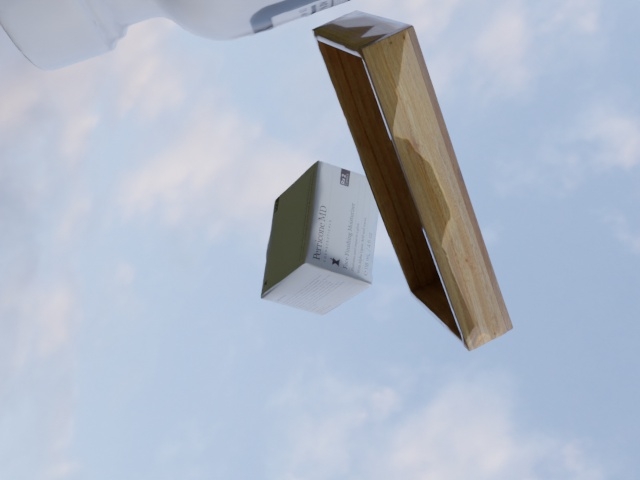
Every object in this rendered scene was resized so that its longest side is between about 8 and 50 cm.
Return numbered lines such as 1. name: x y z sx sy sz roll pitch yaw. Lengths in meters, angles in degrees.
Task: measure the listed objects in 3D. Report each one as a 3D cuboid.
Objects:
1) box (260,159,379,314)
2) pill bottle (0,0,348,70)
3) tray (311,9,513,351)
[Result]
1. box: 0.000 0.000 1.547 0.182 0.119 0.181 -38 -140 58
2. pill bottle: -0.012 -0.232 0.527 0.362 0.210 0.210 -20 -128 0
3. tray: 0.118 -0.080 1.248 0.076 0.411 0.203 -26 -157 -8
